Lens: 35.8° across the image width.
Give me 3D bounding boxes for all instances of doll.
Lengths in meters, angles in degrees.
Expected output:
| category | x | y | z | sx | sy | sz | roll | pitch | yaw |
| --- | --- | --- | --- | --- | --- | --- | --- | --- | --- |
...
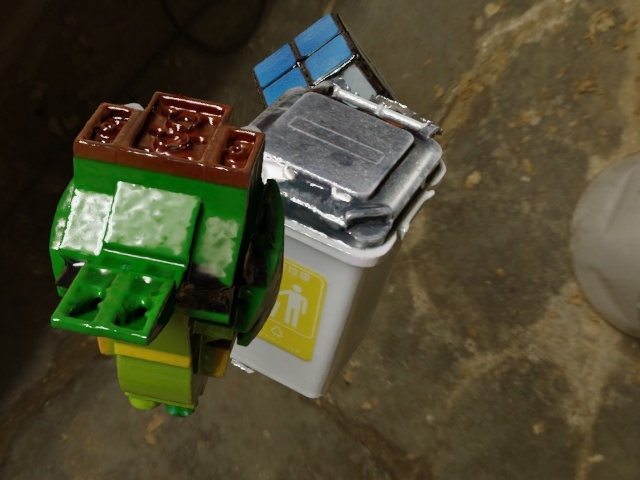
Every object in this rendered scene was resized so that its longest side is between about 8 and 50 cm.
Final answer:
| category | x | y | z | sx | sy | sz | roll | pitch | yaw |
| --- | --- | --- | --- | --- | --- | --- | --- | --- | --- |
| doll | -0.073 | 0.017 | 0.478 | 0.106 | 0.186 | 0.134 | 9 | 63 | 2 |

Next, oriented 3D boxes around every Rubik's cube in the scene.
| category | x | y | z | sx | sy | sz | roll | pitch | yaw |
| --- | --- | --- | --- | --- | --- | --- | --- | --- | --- |
| Rubik's cube | 0.016 | -0.231 | 1.619 | 0.183 | 0.167 | 0.180 | -32 | 128 | 10 |

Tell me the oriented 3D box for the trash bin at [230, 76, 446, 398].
| category | x | y | z | sx | sy | sz | roll | pitch | yaw |
| --- | --- | --- | --- | --- | --- | --- | --- | --- | --- |
| trash bin | 0.000 | 0.000 | 1.335 | 0.255 | 0.296 | 0.368 | 23 | 132 | 13 |
